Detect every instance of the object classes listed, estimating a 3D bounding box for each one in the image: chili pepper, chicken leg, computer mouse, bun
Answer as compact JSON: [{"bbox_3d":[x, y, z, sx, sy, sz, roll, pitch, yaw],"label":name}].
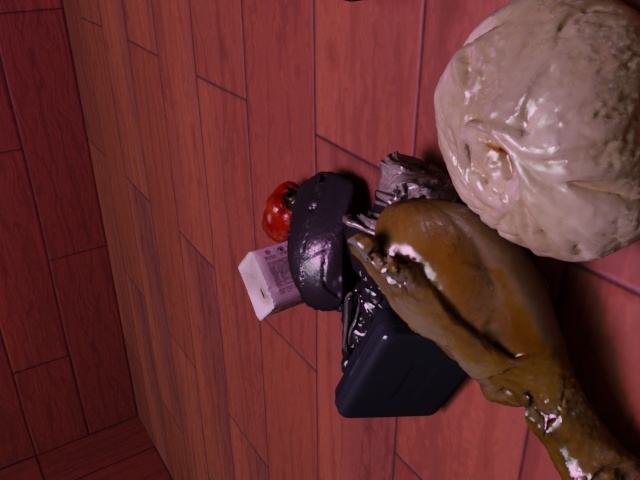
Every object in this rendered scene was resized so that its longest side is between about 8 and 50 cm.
[{"bbox_3d":[-0.052,-0.056,1.102,0.192,0.086,0.084,118,158,-64],"label":"chili pepper"},{"bbox_3d":[0.206,0.130,0.662,0.153,0.201,0.429,-37,79,14],"label":"chicken leg"},{"bbox_3d":[0.000,0.000,0.979,0.122,0.074,0.217,5,86,42],"label":"computer mouse"},{"bbox_3d":[0.198,-0.102,0.569,0.244,0.153,0.243,28,126,48],"label":"bun"}]

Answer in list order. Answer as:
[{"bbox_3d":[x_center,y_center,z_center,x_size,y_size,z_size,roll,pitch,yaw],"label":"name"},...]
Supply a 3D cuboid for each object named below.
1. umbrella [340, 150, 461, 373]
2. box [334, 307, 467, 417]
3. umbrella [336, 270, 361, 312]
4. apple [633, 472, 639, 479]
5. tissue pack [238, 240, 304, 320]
[{"bbox_3d":[0.082,0.056,0.855,0.113,0.106,0.357,39,129,35],"label":"umbrella"},{"bbox_3d":[0.119,0.169,0.848,0.230,0.160,0.050,110,158,-48],"label":"box"},{"bbox_3d":[0.040,0.058,1.027,0.224,0.080,0.071,67,-174,19],"label":"umbrella"},{"bbox_3d":[0.319,0.242,0.296,0.391,0.392,0.346,65,149,14],"label":"apple"},{"bbox_3d":[-0.047,0.057,1.085,0.106,0.149,0.099,67,151,12],"label":"tissue pack"}]
